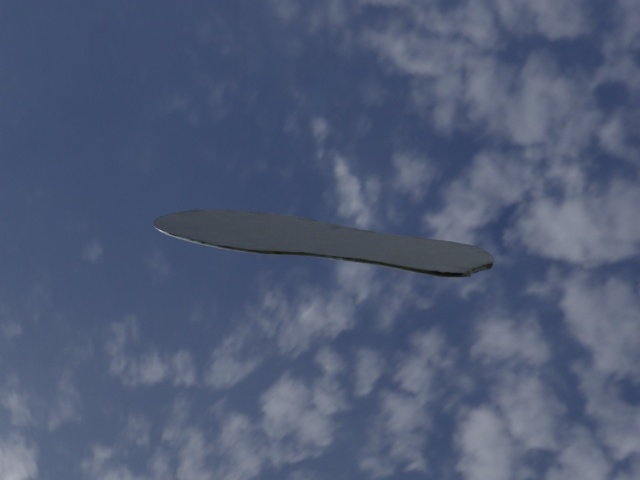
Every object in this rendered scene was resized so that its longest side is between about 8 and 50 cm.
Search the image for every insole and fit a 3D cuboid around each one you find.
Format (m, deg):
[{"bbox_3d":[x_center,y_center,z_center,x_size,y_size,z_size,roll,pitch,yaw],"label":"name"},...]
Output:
[{"bbox_3d":[0.000,0.000,0.824,0.197,0.065,0.004,8,-70,17],"label":"insole"}]
